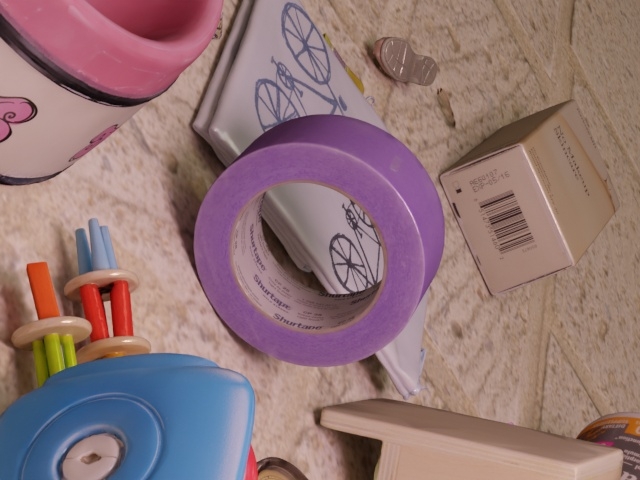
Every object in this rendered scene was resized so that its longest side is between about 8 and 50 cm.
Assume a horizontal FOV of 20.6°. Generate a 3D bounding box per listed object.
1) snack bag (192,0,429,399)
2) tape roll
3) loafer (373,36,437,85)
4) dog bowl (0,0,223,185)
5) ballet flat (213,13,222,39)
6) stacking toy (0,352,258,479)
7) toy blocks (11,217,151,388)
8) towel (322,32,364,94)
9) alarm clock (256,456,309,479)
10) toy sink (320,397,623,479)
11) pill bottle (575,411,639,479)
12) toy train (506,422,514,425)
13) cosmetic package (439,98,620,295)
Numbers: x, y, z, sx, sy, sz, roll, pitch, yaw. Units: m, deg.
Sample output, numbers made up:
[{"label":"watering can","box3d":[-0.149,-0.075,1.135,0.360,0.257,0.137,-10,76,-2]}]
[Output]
[{"label":"snack bag","box3d":[0.012,-0.061,1.667,0.342,0.037,0.323,53,26,-25]},{"label":"tape roll","box3d":[0.000,0.000,1.401,0.189,0.189,0.080,63,24,-12]},{"label":"loafer","box3d":[0.087,-0.200,1.972,0.125,0.039,0.045,17,87,-58]},{"label":"dog bowl","box3d":[-0.216,-0.250,1.200,0.408,0.150,0.408,47,31,-41]},{"label":"ballet flat","box3d":[-0.109,-0.222,1.549,0.114,0.041,0.041,49,29,-38]},{"label":"stacking toy","box3d":[-0.083,0.225,1.102,0.166,0.175,0.302,-80,153,-43]},{"label":"toy blocks","box3d":[-0.162,0.049,1.174,0.123,0.054,0.148,25,47,-59]},{"label":"towel","box3d":[0.022,-0.170,1.829,0.083,0.009,0.060,51,29,-36]},{"label":"alarm clock","box3d":[-0.049,0.216,1.262,0.192,0.064,0.129,48,30,-43]},{"label":"toy sink","box3d":[0.121,0.225,1.509,0.153,0.234,0.131,4,96,-66]},{"label":"pill bottle","box3d":[0.283,0.303,1.751,0.162,0.162,0.278,63,35,-13]},{"label":"toy train","box3d":[0.222,0.257,1.844,0.125,0.046,0.166,64,23,-10]},{"label":"cosmetic package","box3d":[0.259,-0.058,2.121,0.160,0.113,0.309,65,24,-6]}]
